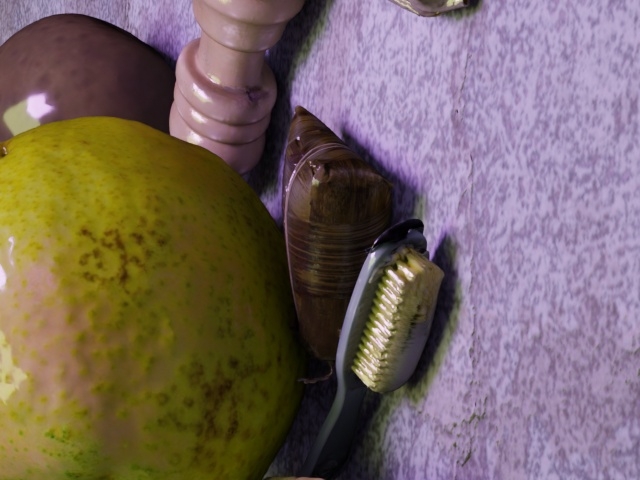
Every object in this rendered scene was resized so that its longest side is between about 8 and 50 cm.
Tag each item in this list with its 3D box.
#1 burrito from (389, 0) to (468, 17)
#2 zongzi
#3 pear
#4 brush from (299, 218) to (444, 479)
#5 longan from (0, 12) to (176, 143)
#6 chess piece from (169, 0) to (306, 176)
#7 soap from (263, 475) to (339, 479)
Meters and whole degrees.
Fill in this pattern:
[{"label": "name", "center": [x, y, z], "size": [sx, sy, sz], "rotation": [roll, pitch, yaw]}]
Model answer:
[{"label": "burrito", "center": [0.042, -0.229, 1.549], "size": [0.059, 0.082, 0.275], "rotation": [-56, 32, 2]}, {"label": "zongzi", "center": [0.000, 0.000, 1.622], "size": [0.184, 0.084, 0.187], "rotation": [-127, 39, -62]}, {"label": "pear", "center": [-0.187, 0.095, 1.662], "size": [0.391, 0.391, 0.391], "rotation": [-179, 90, -66]}, {"label": "brush", "center": [0.045, 0.111, 1.554], "size": [0.060, 0.068, 0.297], "rotation": [45, 137, 29]}, {"label": "longan", "center": [-0.254, -0.130, 2.044], "size": [0.246, 0.215, 0.246], "rotation": [-14, 60, 25]}, {"label": "chess piece", "center": [-0.089, -0.147, 1.799], "size": [0.139, 0.124, 0.307], "rotation": [34, 129, 27]}, {"label": "soap", "center": [0.030, 0.394, 1.499], "size": [0.306, 0.115, 0.427], "rotation": [-5, 85, 59]}]
